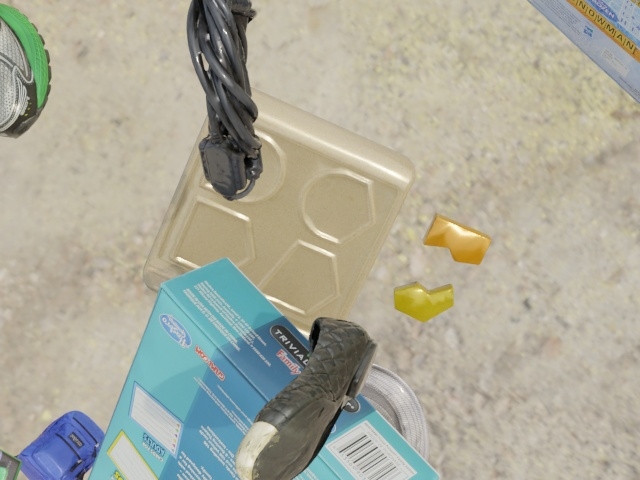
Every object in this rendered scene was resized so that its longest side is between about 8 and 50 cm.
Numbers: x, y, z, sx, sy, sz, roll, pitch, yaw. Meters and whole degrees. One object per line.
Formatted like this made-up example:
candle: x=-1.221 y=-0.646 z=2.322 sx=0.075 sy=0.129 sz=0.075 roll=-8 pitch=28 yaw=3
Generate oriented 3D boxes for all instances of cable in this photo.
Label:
cable: x=-0.060 y=-0.123 z=0.824 sx=0.047 sy=0.184 sz=0.151 roll=0 pitch=63 yaw=4

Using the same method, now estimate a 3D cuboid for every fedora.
fedora: x=0.013 y=0.298 z=1.680 sx=0.275 sy=0.124 sz=0.244 roll=-4 pitch=98 yaw=8

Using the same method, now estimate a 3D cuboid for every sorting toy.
sorting toy: x=0.000 y=0.000 z=1.207 sx=0.041 sy=0.307 sz=0.229 roll=-85 pitch=19 yaw=-75

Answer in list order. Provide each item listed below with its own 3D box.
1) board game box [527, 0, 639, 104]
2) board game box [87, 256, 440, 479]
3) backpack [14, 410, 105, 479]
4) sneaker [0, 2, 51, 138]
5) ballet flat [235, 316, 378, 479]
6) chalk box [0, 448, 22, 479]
board game box: x=0.323 y=-0.276 z=1.128 sx=0.066 sy=0.318 sz=0.319 roll=-37 pitch=74 yaw=-22
board game box: x=-0.074 y=0.221 z=1.014 sx=0.254 sy=0.079 sz=0.336 roll=45 pitch=132 yaw=22
backpack: x=-0.382 y=0.320 z=1.811 sx=0.120 sy=0.098 sz=0.101 roll=-42 pitch=4 yaw=-36
sneaker: x=-0.459 y=-0.264 z=1.459 sx=0.134 sy=0.146 sz=0.344 roll=-41 pitch=80 yaw=23
ballet flat: x=-0.013 y=0.098 z=0.724 sx=0.049 sy=0.173 sz=0.058 roll=20 pitch=116 yaw=15
chalk box: x=-0.456 y=0.291 z=1.408 sx=0.213 sy=0.132 sz=0.132 roll=-7 pitch=53 yaw=37
